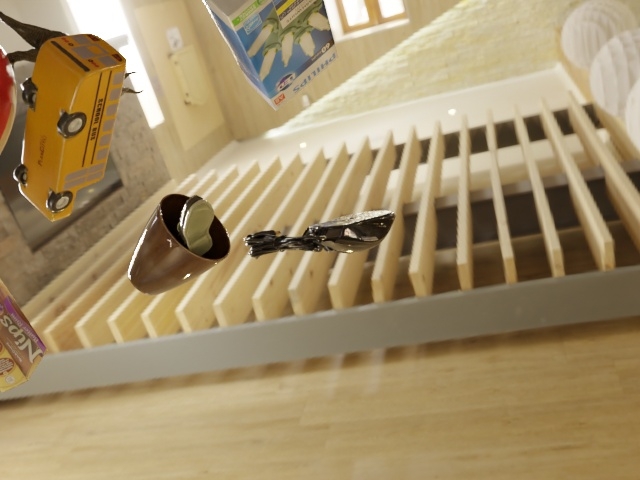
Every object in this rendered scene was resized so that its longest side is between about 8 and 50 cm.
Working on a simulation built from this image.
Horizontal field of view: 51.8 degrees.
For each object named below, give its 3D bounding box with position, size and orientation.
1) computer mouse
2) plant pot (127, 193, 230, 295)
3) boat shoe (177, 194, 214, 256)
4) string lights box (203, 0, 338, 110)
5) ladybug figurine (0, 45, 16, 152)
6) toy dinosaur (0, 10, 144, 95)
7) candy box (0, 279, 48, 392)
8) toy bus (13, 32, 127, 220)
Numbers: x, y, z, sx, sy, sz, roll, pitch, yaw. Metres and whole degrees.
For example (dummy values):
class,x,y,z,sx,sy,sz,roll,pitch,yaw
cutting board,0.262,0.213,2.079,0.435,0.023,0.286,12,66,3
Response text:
class,x,y,z,sx,sy,sz,roll,pitch,yaw
computer mouse,0.000,0.000,1.104,0.184,0.060,0.262,-2,-170,38
plant pot,-0.386,0.035,1.689,0.230,0.215,0.215,-42,-168,24
boat shoe,-0.299,-0.041,1.539,0.081,0.227,0.068,-30,-111,-25
string lights box,-0.063,-0.297,0.900,0.133,0.076,0.259,-42,163,-2
ladybug figurine,-0.707,-0.218,1.124,0.162,0.305,0.449,-15,-133,64
toy dinosaur,-0.510,-0.339,1.303,0.160,0.313,0.121,-40,166,-27
candy box,-0.524,0.137,1.060,0.053,0.186,0.109,-26,-163,2
toy bus,-0.452,-0.195,1.183,0.108,0.332,0.130,39,-140,14
